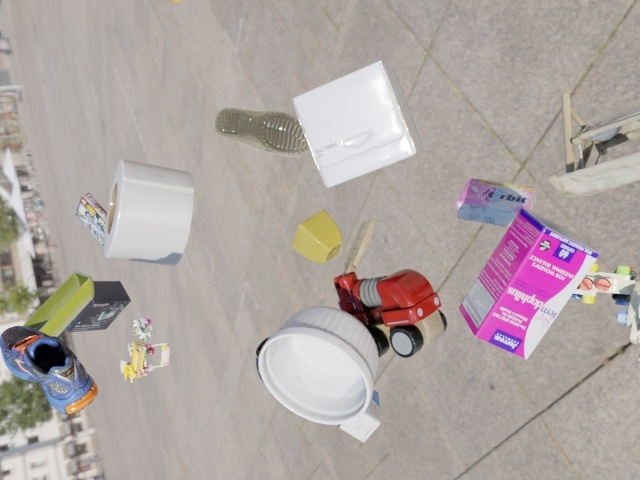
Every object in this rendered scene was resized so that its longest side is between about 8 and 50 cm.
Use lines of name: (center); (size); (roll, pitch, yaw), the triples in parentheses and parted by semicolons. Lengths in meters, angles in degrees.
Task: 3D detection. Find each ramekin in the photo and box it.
ramekin: (0.006, 0.214, 1.036); (0.207, 0.109, 0.207); (12, 125, 18)

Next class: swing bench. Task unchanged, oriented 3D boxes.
swing bench: (0.649, -0.214, 1.227); (0.253, 0.165, 0.255); (-14, 51, 50)

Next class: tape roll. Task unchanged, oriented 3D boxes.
tape roll: (-0.426, -0.066, 1.435); (0.246, 0.169, 0.246); (-31, 55, 58)

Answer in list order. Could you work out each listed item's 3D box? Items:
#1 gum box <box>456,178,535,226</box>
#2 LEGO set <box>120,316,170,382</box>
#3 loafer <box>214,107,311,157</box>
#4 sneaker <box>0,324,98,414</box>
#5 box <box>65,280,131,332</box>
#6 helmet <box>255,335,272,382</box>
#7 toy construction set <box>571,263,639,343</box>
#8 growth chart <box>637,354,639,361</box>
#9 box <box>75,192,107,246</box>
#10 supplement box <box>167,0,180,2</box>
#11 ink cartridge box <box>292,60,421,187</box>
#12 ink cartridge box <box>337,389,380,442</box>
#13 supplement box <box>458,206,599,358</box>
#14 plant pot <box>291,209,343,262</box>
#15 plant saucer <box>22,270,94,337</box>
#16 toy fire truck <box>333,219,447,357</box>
gum box: (0.462, -0.100, 1.550); (0.188, 0.107, 0.062); (13, 138, 30)
LEGO set: (-0.532, 0.360, 1.779); (0.132, 0.107, 0.287); (64, 143, 32)
loafer: (-0.128, -0.271, 1.446); (0.268, 0.092, 0.102); (18, 96, 16)
sneaker: (-0.425, 0.177, 0.899); (0.221, 0.083, 0.087); (19, 130, 31)
box: (-0.732, 0.212, 1.884); (0.158, 0.156, 0.093); (-45, 67, 19)
helmet: (-0.128, 0.409, 1.925); (0.169, 0.169, 0.162); (27, 142, 59)
toy construction set: (0.621, 0.111, 1.343); (0.327, 0.215, 0.151); (23, 102, 33)
growth chart: (0.743, 0.339, 1.224); (0.172, 0.021, 0.237); (69, -178, -73)
box: (-0.636, -0.056, 1.659); (0.137, 0.027, 0.094); (46, 132, 4)
supplement box: (-0.269, -0.596, 1.137); (0.356, 0.195, 0.194); (42, 155, 57)
ink cartridge box: (0.091, -0.252, 1.263); (0.270, 0.198, 0.197); (-48, -62, -73)
ink cartridge box: (0.062, 0.442, 1.626); (0.086, 0.203, 0.148); (-54, 8, 19)
supplement box: (0.351, 0.074, 1.004); (0.114, 0.111, 0.220); (-96, 32, -68)
plant pot: (0.000, 0.000, 1.262); (0.083, 0.081, 0.081); (43, 142, 20)
plant saucer: (-0.600, 0.160, 1.348); (0.045, 0.188, 0.188); (48, 157, -24)
toy fire truck: (0.116, 0.087, 1.132); (0.217, 0.158, 0.246); (-16, 94, 45)
